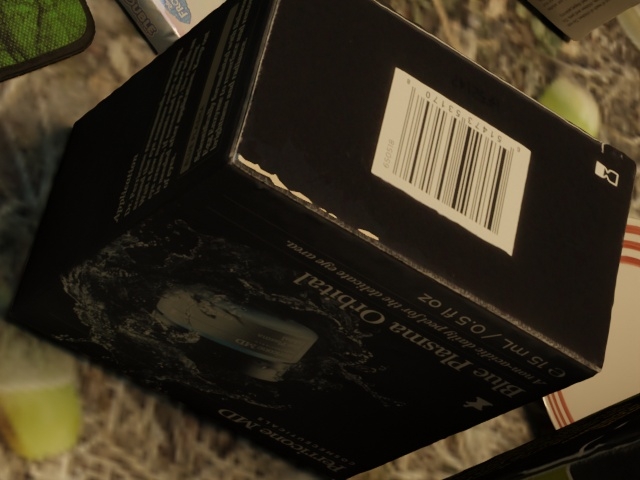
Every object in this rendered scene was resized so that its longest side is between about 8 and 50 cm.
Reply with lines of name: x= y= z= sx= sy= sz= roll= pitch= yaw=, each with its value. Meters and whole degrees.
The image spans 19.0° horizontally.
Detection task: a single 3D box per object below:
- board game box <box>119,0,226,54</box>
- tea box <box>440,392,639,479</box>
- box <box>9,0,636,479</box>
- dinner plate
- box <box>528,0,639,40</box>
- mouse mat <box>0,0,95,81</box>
board game box: x=-0.061 y=-0.135 z=0.786 sx=0.090 sy=0.020 sz=0.090 roll=54 pitch=50 yaw=-6
tea box: x=0.217 y=0.129 z=0.667 sx=0.329 sy=0.323 sz=0.220 roll=-18 pitch=83 yaw=-33
box: x=0.000 y=0.000 z=0.684 sx=0.156 sy=0.158 sz=0.093 roll=29 pitch=56 yaw=-23
dinner plate: x=0.145 y=0.058 z=0.859 sx=0.141 sy=0.017 sz=0.141 roll=14 pitch=63 yaw=-30
box: x=0.150 y=-0.215 z=0.913 sx=0.103 sy=0.114 sz=0.203 roll=38 pitch=52 yaw=-18
mouse mat: x=-0.179 y=-0.136 z=0.710 sx=0.153 sy=0.007 sz=0.189 roll=-26 pitch=87 yaw=-40
